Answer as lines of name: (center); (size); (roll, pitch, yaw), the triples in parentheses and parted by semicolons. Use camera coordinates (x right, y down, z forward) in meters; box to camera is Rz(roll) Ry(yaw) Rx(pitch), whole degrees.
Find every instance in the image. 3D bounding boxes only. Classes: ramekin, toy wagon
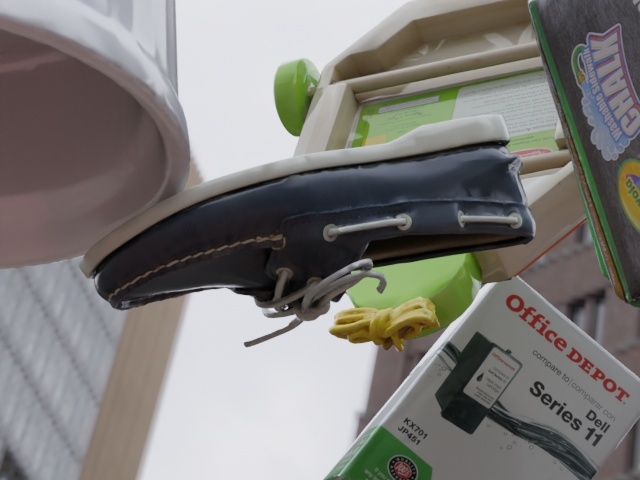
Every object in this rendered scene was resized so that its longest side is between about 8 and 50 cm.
ramekin: (-0.200, -0.101, 0.936); (0.277, 0.135, 0.277); (1, -26, 0)
toy wagon: (0.077, -0.047, 1.243); (0.267, 0.344, 0.068); (-10, -48, 26)

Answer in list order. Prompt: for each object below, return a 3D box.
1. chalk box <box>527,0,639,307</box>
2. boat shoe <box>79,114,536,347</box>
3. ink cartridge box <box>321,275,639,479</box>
chalk box: (0.173, -0.056, 0.682); (0.132, 0.132, 0.213); (1, -25, -34)
boat shoe: (0.000, 0.000, 0.987); (0.254, 0.079, 0.095); (-15, -9, -31)
ink cartridge box: (0.125, 0.148, 1.406); (0.153, 0.208, 0.087); (39, -18, 1)
